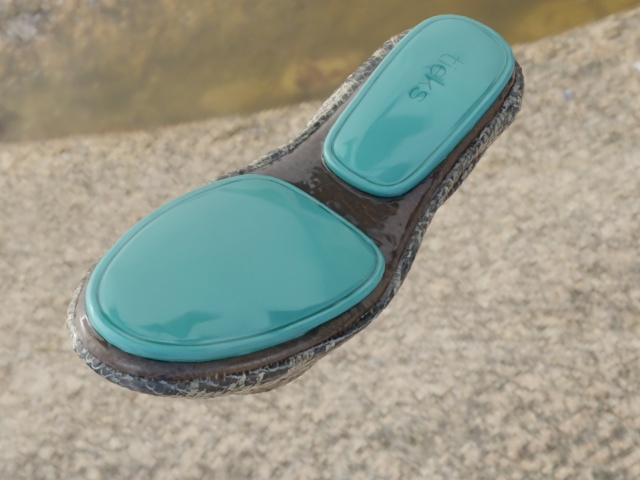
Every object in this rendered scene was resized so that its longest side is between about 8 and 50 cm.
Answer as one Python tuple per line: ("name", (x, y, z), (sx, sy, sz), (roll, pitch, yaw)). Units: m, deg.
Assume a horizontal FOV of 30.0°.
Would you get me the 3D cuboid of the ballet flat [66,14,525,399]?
("ballet flat", (0.000, 0.000, 0.902), (0.164, 0.182, 0.483), (34, 49, 15))
